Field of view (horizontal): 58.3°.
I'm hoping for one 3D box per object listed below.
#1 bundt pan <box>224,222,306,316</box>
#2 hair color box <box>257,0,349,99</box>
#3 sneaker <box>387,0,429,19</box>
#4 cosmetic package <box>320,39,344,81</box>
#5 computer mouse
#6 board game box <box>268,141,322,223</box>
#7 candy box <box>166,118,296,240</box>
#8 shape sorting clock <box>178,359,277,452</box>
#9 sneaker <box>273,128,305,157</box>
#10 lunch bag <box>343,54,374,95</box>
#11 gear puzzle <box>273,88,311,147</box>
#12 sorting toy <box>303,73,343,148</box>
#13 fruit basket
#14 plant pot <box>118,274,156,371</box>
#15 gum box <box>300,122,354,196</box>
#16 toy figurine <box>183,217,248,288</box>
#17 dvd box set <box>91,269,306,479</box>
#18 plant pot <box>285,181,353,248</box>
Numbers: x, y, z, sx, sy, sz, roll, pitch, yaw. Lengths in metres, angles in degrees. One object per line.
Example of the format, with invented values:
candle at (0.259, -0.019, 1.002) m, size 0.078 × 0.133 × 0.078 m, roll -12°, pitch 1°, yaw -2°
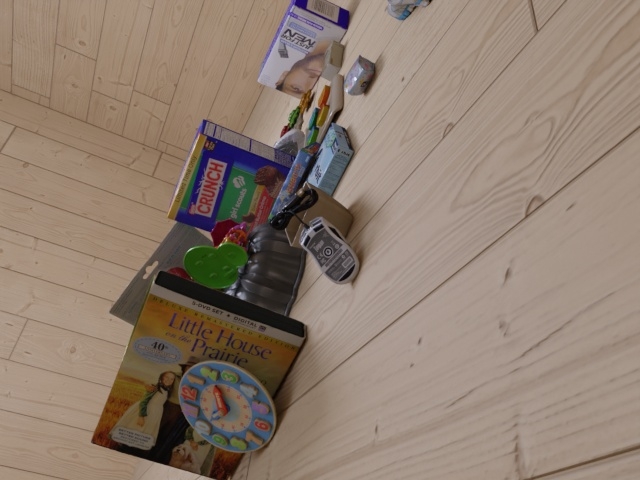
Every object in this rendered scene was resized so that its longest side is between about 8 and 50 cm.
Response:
bundt pan at (-0.154, 0.102, 1.404) m, size 0.331 × 0.124 × 0.331 m, roll -160°, pitch 90°, yaw -75°
hair color box at (-0.063, -0.636, 1.894) m, size 0.339 × 0.185 × 0.110 m, roll 132°, pitch 152°, yaw -53°
sneaker at (0.160, -0.505, 1.172) m, size 0.191 × 0.083 × 0.071 m, roll -147°, pitch 64°, yaw -76°
cosmetic package at (0.036, -0.535, 1.707) m, size 0.060 × 0.041 × 0.115 m, roll -51°, pitch 24°, yaw 48°
computer mouse at (0.000, 0.000, 1.012) m, size 0.106 × 0.193 × 0.042 m, roll -45°, pitch -20°, yaw 15°
board game box at (-0.059, -0.147, 1.464) m, size 0.201 × 0.035 × 0.136 m, roll -63°, pitch -6°, yaw 24°
candy box at (-0.229, -0.145, 1.595) m, size 0.122 × 0.317 × 0.268 m, roll -99°, pitch 33°, yaw -60°
shape sorting clock at (-0.180, 0.319, 1.091) m, size 0.206 × 0.206 × 0.040 m, roll -60°, pitch -10°, yaw 29°
sneaker at (-0.110, -0.282, 1.799) m, size 0.232 × 0.090 × 0.115 m, roll -50°, pitch 22°, yaw 48°
lunch bag at (0.089, -0.375, 1.317) m, size 0.071 × 0.053 × 0.083 m, roll -56°, pitch 11°, yaw 32°
gear puzzle at (-0.111, -0.384, 1.998) m, size 0.175 × 0.044 × 0.339 m, roll -85°, pitch 22°, yaw -44°
sorting toy at (0.000, -0.339, 1.590) m, size 0.208 × 0.038 × 0.193 m, roll -56°, pitch 21°, yaw 39°
fruit basket at (-0.405, 0.145, 1.705) m, size 0.165 × 0.353 × 0.327 m, roll 25°, pitch 77°, yaw 46°
plant pot at (-0.333, 0.262, 1.484) m, size 0.275 × 0.293 × 0.274 m, roll -160°, pitch 90°, yaw -74°
gum box at (0.011, -0.162, 1.331) m, size 0.184 × 0.041 × 0.157 m, roll -62°, pitch 17°, yaw 25°
toy figurine at (-0.219, 0.005, 1.347) m, size 0.173 × 0.130 × 0.159 m, roll -30°, pitch 27°, yaw 33°
dvd box set at (-0.252, 0.290, 1.158) m, size 0.420 × 0.308 × 0.062 m, roll -62°, pitch 14°, yaw 22°
plant pot at (0.001, -0.038, 1.110) m, size 0.109 × 0.096 × 0.109 m, roll -118°, pitch 49°, yaw -69°
